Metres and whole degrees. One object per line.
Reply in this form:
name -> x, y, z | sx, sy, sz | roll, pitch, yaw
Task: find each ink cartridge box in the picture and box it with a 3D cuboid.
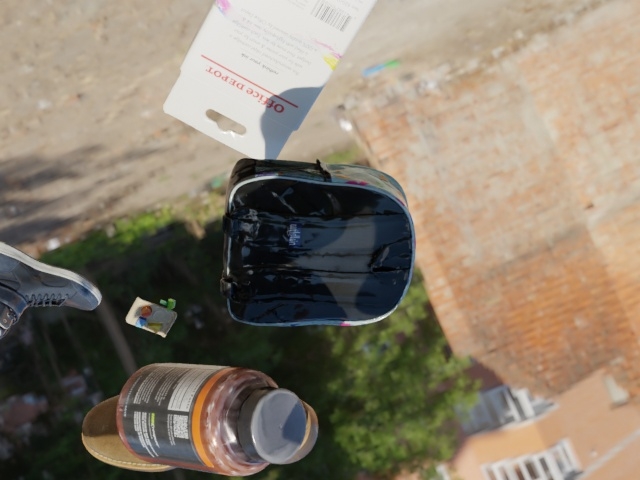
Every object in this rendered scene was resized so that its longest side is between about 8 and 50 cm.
ink cartridge box -> -0.071, -0.311, 1.799 | 0.353, 0.207, 0.119 | -56, -166, 27

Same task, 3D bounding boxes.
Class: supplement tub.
supplement tub -> -0.105, 0.175, 1.174 | 0.197, 0.106, 0.106 | -2, -166, 45

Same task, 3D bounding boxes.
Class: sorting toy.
sorting toy -> -0.233, 0.102, 1.671 | 0.083, 0.062, 0.012 | -55, -166, 42

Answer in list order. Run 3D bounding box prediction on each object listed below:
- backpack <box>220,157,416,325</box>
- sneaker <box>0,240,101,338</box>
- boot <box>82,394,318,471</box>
backpack -> 0.000, 0.000, 1.618 | 0.253, 0.225, 0.191 | 3, -160, 1
sneaker -> -0.504, 0.116, 2.092 | 0.226, 0.163, 0.086 | 24, 142, -20
boot -> -0.163, 0.204, 1.401 | 0.305, 0.112, 0.115 | -6, 153, 23
